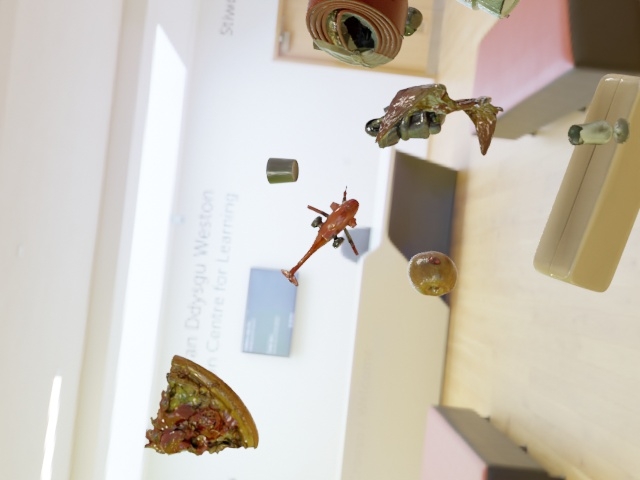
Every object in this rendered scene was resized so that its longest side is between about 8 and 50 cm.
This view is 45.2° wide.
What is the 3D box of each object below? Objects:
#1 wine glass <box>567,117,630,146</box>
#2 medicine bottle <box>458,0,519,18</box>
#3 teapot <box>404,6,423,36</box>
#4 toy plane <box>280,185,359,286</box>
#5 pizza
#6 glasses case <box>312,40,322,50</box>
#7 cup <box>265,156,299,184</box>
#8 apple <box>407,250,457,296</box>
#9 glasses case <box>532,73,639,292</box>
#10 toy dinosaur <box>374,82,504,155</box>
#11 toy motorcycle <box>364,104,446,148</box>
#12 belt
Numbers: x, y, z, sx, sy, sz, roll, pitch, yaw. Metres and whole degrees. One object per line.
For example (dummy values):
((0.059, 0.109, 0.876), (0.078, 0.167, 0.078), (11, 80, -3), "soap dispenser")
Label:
((0.395, -0.152, 1.099), (0.042, 0.083, 0.038), (167, 94, -76), "wine glass")
((0.253, -0.563, 1.486), (0.158, 0.318, 0.158), (-49, -17, -20), "medicine bottle")
((0.210, -0.546, 1.929), (0.066, 0.088, 0.057), (81, -157, -58), "teapot")
((-0.005, -0.006, 1.396), (0.126, 0.194, 0.077), (63, -167, 4), "toy plane")
((-0.207, 0.301, 1.241), (0.193, 0.201, 0.053), (-46, 10, 20), "pizza")
((0.074, -0.572, 2.238), (0.072, 0.191, 0.042), (-53, -30, -42), "glasses case")
((-0.103, -0.200, 2.201), (0.100, 0.077, 0.078), (-28, -62, -72), "cup")
((0.283, 0.087, 1.951), (0.126, 0.126, 0.102), (98, 175, -63), "apple")
((0.458, -0.088, 1.239), (0.076, 0.144, 0.336), (24, 95, 47), "glasses case")
((0.236, -0.220, 1.451), (0.327, 0.207, 0.112), (1, -89, -74), "toy dinosaur")
((0.190, -0.244, 1.569), (0.124, 0.193, 0.061), (47, 159, 42), "toy motorcycle")
((0.092, -0.519, 1.803), (0.324, 0.227, 0.115), (43, -125, -66), "belt")
